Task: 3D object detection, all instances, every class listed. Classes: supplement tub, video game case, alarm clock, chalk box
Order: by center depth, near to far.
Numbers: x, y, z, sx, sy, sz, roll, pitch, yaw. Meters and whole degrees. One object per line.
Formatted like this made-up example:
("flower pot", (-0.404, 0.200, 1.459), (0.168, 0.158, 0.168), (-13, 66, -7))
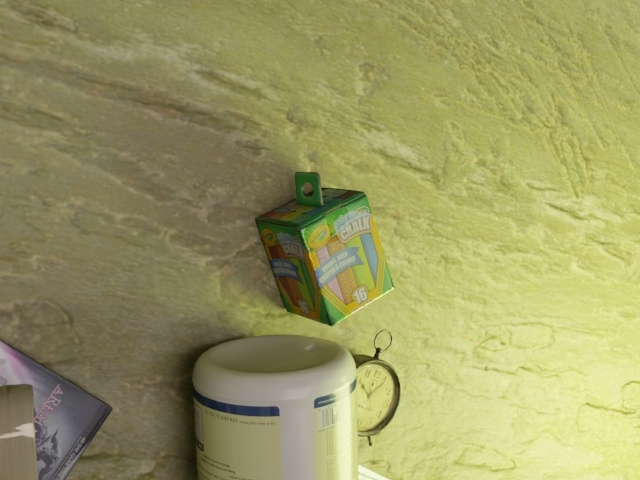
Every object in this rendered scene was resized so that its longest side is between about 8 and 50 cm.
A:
("video game case", (-0.434, 0.236, 1.083), (0.274, 0.026, 0.196), (41, 75, -30))
("supplement tub", (-0.062, 0.319, 1.212), (0.235, 0.235, 0.325), (-7, 101, -32))
("chalk box", (0.000, 0.000, 1.271), (0.132, 0.132, 0.213), (-29, 110, -27))
("alarm clock", (0.076, 0.238, 1.394), (0.129, 0.064, 0.192), (27, 84, -33))

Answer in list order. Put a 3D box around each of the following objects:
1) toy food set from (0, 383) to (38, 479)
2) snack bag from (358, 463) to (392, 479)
("toy food set", (-0.458, 0.334, 1.028), (0.219, 0.092, 0.306), (-4, 104, -17))
("snack bag", (0.105, 0.594, 1.481), (0.342, 0.037, 0.323), (33, 78, -32))
